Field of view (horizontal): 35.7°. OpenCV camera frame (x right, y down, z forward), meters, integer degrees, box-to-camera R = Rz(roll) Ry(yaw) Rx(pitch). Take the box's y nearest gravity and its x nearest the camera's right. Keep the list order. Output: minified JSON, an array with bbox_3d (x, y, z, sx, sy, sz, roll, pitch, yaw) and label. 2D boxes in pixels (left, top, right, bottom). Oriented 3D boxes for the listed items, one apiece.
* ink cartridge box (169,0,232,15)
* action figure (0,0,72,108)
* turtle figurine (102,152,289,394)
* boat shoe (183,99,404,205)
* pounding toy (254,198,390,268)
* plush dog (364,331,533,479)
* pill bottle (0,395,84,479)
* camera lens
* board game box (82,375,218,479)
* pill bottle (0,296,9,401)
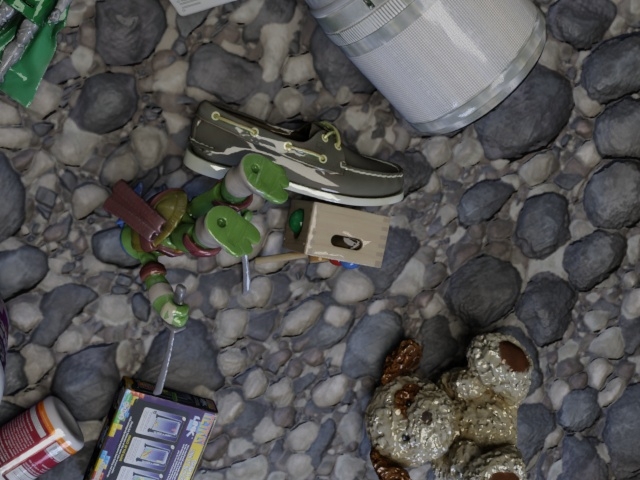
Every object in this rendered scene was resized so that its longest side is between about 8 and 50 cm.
[{"bbox_3d":[-0.134,-0.398,1.117,0.239,0.060,0.275,-8,137,31],"label":"ink cartridge box"},{"bbox_3d":[-0.349,-0.294,1.206,0.137,0.063,0.232,35,91,-18],"label":"action figure"},{"bbox_3d":[-0.130,0.017,1.259,0.198,0.266,0.274,-20,87,-38],"label":"turtle figurine"},{"bbox_3d":[-0.024,-0.114,1.320,0.305,0.109,0.091,10,108,-14],"label":"boat shoe"},{"bbox_3d":[0.000,0.000,1.360,0.141,0.130,0.100,10,91,-18],"label":"pounding toy"},{"bbox_3d":[0.178,0.267,1.476,0.225,0.210,0.262,7,76,-3],"label":"plush dog"},{"bbox_3d":[-0.405,0.284,1.345,0.152,0.086,0.086,-32,112,-4],"label":"pill bottle"},{"bbox_3d":[0.131,-0.287,1.251,0.219,0.219,0.274,-46,112,1],"label":"camera lens"},{"bbox_3d":[-0.242,0.293,1.414,0.141,0.048,0.170,20,100,-22],"label":"board game box"},{"bbox_3d":[-0.458,0.149,1.174,0.169,0.301,0.169,-4,107,-14],"label":"pill bottle"}]
